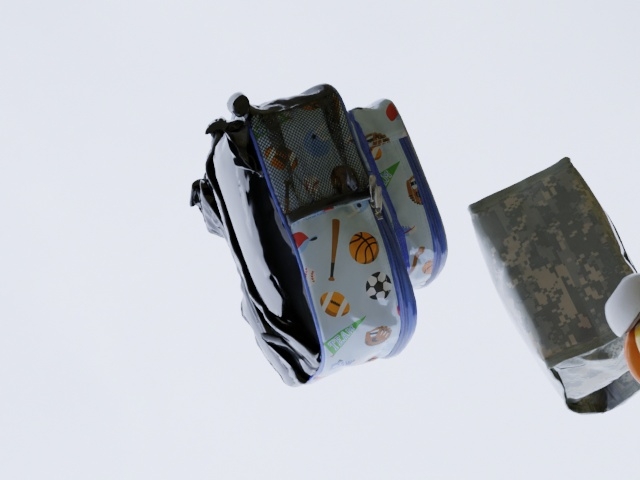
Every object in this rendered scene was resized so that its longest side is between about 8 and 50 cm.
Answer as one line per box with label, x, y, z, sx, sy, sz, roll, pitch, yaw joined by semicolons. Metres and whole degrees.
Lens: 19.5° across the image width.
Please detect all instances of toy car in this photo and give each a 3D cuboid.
toy car;0.394;0.085;1.999;0.159;0.136;0.182;36;-117;10

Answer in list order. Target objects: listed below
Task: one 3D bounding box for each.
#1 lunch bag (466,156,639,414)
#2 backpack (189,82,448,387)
lunch bag;0.311;0.069;2.279;0.235;0.169;0.287;65;-176;23
backpack;0.000;0.000;1.790;0.213;0.276;0.263;-12;-100;-9
